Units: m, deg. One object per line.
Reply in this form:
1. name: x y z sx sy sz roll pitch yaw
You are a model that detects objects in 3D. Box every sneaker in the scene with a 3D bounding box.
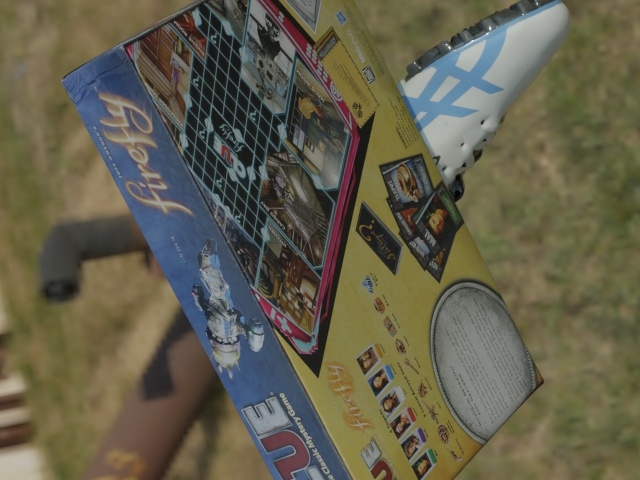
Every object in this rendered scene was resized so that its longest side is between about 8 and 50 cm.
1. sneaker: 0.049 -0.034 1.032 0.086 0.237 0.085 46 -167 4

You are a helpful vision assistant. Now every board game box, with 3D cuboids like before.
1. board game box: 0.000 0.000 0.894 0.042 0.165 0.243 -20 101 38
